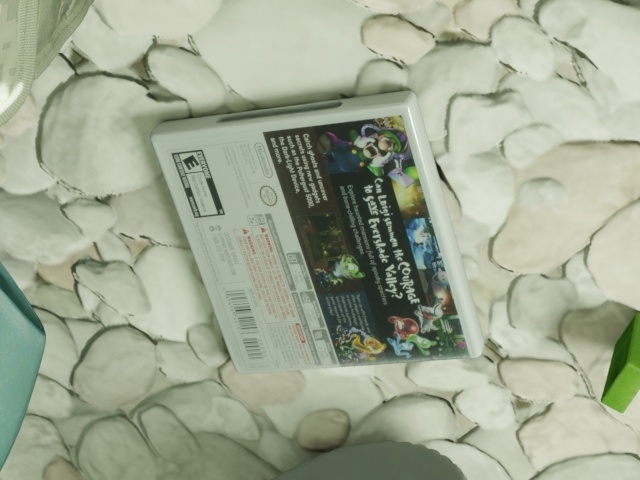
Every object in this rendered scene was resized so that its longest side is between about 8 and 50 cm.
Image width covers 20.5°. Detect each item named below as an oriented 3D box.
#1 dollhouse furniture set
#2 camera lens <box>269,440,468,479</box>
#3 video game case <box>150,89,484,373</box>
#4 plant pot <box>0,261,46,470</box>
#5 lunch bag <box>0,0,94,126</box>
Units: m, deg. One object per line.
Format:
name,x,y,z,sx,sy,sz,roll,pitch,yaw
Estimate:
dollhouse furniture set,0.253,0.100,1.086,0.152,0.058,0.076,27,128,-2
camera lens,0.057,0.302,1.188,0.219,0.219,0.274,-12,119,24
video game case,0.000,0.000,1.120,0.173,0.022,0.190,-5,121,21
plant pot,-0.293,0.068,1.131,0.195,0.290,0.290,-37,112,-4
lunch bag,-0.203,-0.177,0.838,0.169,0.287,0.235,13,126,9
